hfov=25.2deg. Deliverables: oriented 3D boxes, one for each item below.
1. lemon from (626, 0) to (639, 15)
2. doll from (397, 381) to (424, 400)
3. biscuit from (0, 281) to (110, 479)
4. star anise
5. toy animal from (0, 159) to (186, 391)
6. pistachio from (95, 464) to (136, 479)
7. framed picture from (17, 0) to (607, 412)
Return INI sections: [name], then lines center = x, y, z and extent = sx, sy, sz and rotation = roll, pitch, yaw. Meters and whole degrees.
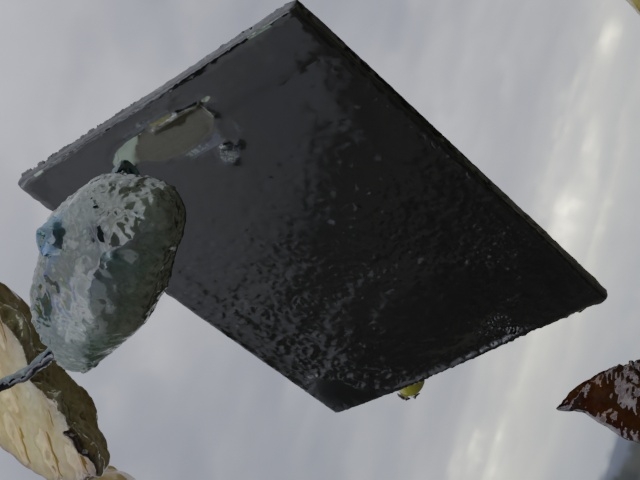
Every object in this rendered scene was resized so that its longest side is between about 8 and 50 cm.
[lemon]
center = 0.378, -0.285, 1.306
extent = 0.204, 0.260, 0.204
rotation = 163, 90, -85
[doll]
center = 0.057, 0.114, 1.816
extent = 0.143, 0.135, 0.221
rotation = -60, -34, -18
[biscuit]
center = -0.231, 0.113, 1.137
extent = 0.061, 0.183, 0.118
rotation = -35, 2, -42
[star anise]
center = 0.251, 0.067, 0.862
extent = 0.140, 0.158, 0.144
rotation = 16, -102, -35
[toy animal]
center = -0.152, 0.042, 0.805
extent = 0.253, 0.079, 0.070
rotation = -39, -1, 35
[pistachio]
center = -0.284, 0.352, 1.669
extent = 0.200, 0.145, 0.117
rotation = -50, 6, -19
[framed picture]
center = 0.000, 0.000, 0.947
extent = 0.324, 0.244, 0.013
rotation = 40, -142, -33
